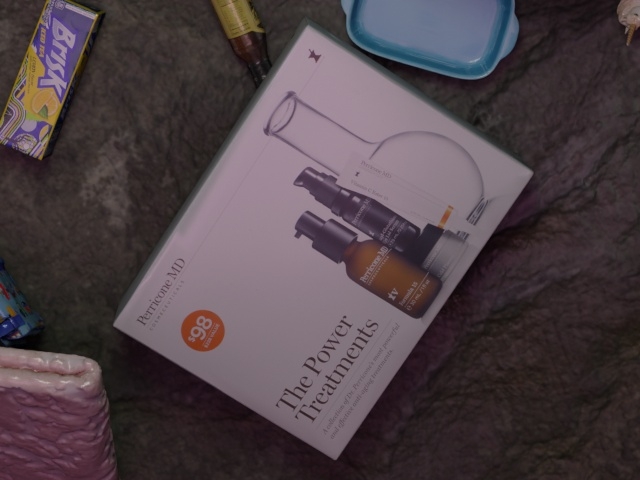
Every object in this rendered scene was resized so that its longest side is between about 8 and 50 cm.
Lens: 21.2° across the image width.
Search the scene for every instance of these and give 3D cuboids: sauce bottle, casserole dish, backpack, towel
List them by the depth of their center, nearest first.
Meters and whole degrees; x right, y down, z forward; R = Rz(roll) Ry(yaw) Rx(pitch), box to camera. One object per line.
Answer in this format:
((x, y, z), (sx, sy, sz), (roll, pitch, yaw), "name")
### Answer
((-0.370, 0.194, 1.768), (0.317, 0.332, 0.053), (6, 61, 1), "towel")
((0.115, -0.239, 1.796), (0.188, 0.037, 0.114), (16, 100, -2), "casserole dish")
((-0.082, -0.223, 1.804), (0.042, 0.042, 0.128), (-22, 108, 6), "sauce bottle")
((-0.389, 0.056, 1.813), (0.117, 0.158, 0.173), (-34, 86, -1), "backpack")

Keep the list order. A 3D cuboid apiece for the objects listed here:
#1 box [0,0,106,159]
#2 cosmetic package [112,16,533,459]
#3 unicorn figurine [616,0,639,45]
((-0.287, -0.175, 1.813), (0.059, 0.054, 0.169), (23, 99, -2), "box")
((0.000, 0.000, 1.802), (0.284, 0.097, 0.377), (32, 100, -7), "cosmetic package")
((0.356, -0.284, 1.774), (0.111, 0.060, 0.162), (-10, 84, 4), "unicorn figurine")
